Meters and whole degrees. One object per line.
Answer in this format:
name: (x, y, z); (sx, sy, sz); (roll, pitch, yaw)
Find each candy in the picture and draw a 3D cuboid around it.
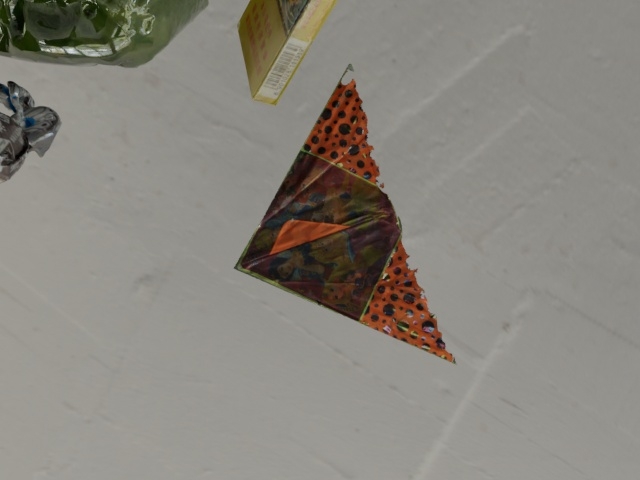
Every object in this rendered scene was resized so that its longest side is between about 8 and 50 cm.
candy: (-0.305, -0.091, 1.154); (0.094, 0.226, 0.051); (40, -68, -13)

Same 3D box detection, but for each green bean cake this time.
green bean cake: (-0.290, -0.352, 1.291); (0.319, 0.218, 0.335); (4, -56, 17)

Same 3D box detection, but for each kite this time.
kite: (0.000, 0.000, 0.856); (0.125, 0.008, 0.222); (-19, -96, -6)

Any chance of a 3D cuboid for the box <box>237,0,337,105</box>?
box: (-0.010, -0.174, 0.829); (0.155, 0.023, 0.087); (-56, -150, 36)
